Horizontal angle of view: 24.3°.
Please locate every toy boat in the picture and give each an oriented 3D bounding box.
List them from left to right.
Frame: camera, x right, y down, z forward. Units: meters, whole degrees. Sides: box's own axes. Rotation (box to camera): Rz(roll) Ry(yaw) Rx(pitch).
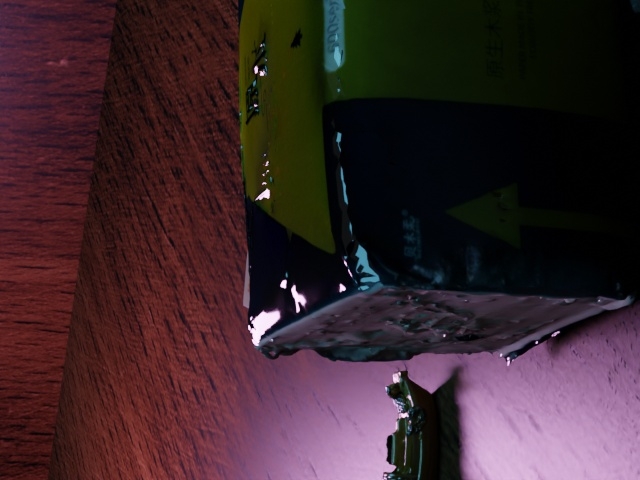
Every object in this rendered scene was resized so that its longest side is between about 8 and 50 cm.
[{"bbox_3d":[0.081,0.196,1.392,0.047,0.049,0.149,162,111,-71],"label":"toy boat"}]

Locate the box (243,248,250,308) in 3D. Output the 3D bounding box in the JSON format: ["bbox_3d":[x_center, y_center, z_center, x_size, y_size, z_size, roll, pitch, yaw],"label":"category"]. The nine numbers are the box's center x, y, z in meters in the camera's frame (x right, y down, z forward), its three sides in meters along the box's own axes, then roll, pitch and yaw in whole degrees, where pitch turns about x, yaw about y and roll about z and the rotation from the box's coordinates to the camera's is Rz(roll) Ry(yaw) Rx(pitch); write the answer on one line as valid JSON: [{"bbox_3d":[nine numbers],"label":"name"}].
[{"bbox_3d":[0.000,0.000,1.611,0.310,0.084,0.198,-160,75,-71],"label":"box"}]

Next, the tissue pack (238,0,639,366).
[{"bbox_3d":[0.081,-0.124,1.141,0.264,0.253,0.416,145,125,-66],"label":"tissue pack"}]

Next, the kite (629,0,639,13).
[{"bbox_3d":[0.208,-0.306,0.985,0.169,0.015,0.310,-17,96,66],"label":"kite"}]
